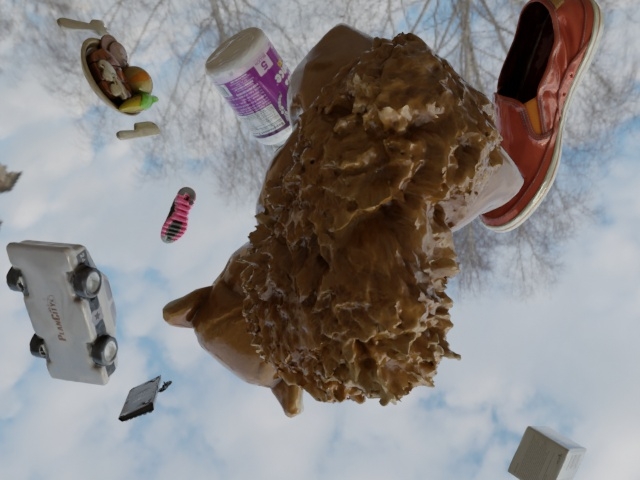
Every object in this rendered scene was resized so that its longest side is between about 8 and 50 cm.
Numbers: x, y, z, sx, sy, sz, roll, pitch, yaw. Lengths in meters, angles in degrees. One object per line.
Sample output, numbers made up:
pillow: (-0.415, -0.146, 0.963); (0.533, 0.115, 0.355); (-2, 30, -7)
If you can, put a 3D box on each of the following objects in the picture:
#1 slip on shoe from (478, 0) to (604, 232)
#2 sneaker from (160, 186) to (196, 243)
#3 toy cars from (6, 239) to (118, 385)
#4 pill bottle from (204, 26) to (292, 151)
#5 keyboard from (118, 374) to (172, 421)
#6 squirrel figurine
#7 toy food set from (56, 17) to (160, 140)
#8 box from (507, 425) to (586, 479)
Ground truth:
slip on shoe: (0.277, -0.171, 0.794); (0.101, 0.331, 0.123); (4, -158, -26)
sneaker: (-0.285, -0.050, 1.144); (0.057, 0.047, 0.119); (15, -100, 62)
toy cars: (-0.356, -0.002, 0.658); (0.176, 0.394, 0.087); (-37, -167, 29)
pill bottle: (-0.126, -0.342, 1.391); (0.169, 0.301, 0.169); (-23, -141, 20)
keyboard: (-0.380, 0.344, 1.272); (0.108, 0.023, 0.180); (-24, -170, -7)
squirrel figurine: (0.000, 0.000, 0.574); (0.370, 0.281, 0.397); (-49, -175, 6)
toy food set: (-0.297, -0.245, 0.850); (0.038, 0.192, 0.132); (-23, -170, 19)
box: (0.429, 0.416, 1.091); (0.087, 0.101, 0.102); (27, -85, 44)
